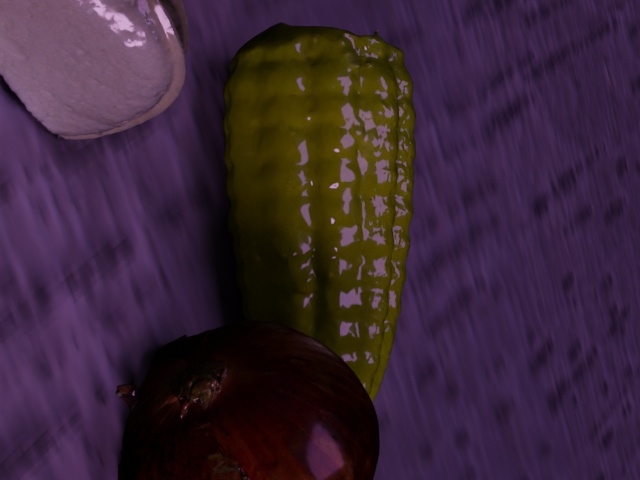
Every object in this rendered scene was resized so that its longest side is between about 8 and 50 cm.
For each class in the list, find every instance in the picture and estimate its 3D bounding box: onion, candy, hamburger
[{"bbox_3d":[-0.029,0.090,0.711,0.118,0.119,0.117,51,46,-45],"label":"onion"},{"bbox_3d":[0.000,0.000,0.803,0.097,0.097,0.209,1,88,-62],"label":"candy"},{"bbox_3d":[-0.095,-0.093,0.652,0.121,0.084,0.054,63,32,-36],"label":"hamburger"}]
